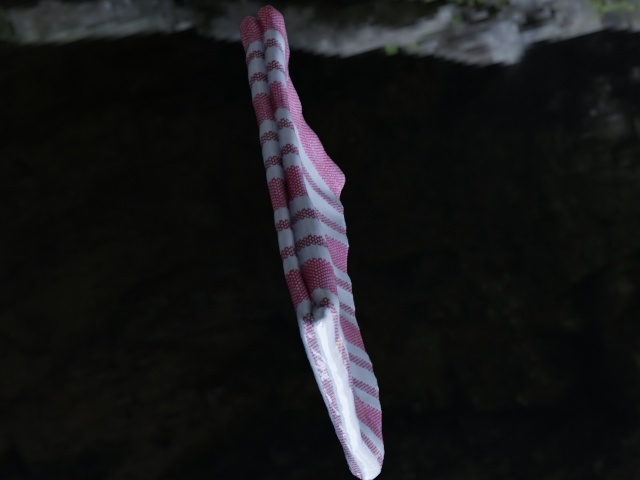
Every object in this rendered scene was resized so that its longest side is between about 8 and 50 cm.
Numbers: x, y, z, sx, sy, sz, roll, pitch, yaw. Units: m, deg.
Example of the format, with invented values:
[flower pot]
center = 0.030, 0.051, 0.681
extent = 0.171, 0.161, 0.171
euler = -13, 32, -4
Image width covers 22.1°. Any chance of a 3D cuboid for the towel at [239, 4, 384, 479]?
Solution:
[towel]
center = 0.000, 0.000, 0.797
extent = 0.029, 0.144, 0.197
euler = -15, -127, 4
